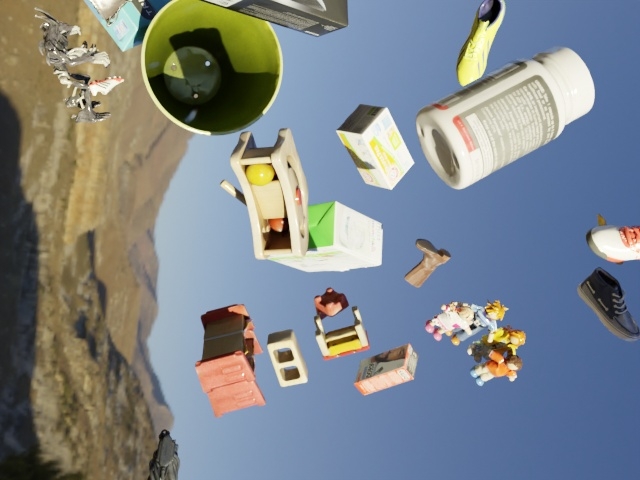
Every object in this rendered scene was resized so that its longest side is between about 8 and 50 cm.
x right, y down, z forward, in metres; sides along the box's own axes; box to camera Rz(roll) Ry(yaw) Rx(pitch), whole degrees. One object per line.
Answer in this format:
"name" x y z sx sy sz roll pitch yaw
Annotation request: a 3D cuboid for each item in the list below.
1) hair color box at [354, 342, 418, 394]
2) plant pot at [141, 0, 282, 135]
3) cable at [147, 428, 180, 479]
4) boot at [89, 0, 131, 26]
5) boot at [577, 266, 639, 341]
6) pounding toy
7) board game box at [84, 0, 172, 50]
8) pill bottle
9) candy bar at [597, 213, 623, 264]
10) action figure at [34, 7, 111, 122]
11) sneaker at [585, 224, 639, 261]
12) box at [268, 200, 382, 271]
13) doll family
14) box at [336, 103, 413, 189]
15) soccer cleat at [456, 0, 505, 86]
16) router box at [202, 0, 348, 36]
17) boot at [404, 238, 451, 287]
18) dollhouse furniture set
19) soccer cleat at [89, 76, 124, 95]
"hair color box" 0.179 0.351 1.946 0.167 0.053 0.093 -25 -156 31
"plant pot" -0.252 -0.358 1.512 0.293 0.275 0.274 -160 -103 -70
"cable" -0.311 0.481 1.420 0.184 0.047 0.150 -96 -173 -48
"boot" -0.366 -0.543 1.263 0.263 0.229 0.091 60 -2 -15
"boot" 0.718 0.157 1.746 0.190 0.069 0.086 48 -37 22
"pounding toy" -0.104 -0.055 1.166 0.269 0.155 0.154 72 18 -53
"board game box" -0.365 -0.572 1.536 0.079 0.253 0.336 -35 -177 45
"pill bottle" 0.328 -0.222 1.271 0.161 0.283 0.161 60 -9 16
"candy bar" 0.699 0.001 1.729 0.018 0.161 0.040 -32 -146 6
"action figure" -0.585 -0.429 1.715 0.164 0.141 0.275 52 -22 46
"sneaker" 0.731 -0.011 1.572 0.145 0.270 0.090 126 -29 -52
"box" 0.000 0.000 1.934 0.262 0.231 0.126 -8 -108 37
"doll family" 0.389 0.216 1.710 0.163 0.263 0.118 -36 -167 45
"box" 0.150 -0.251 1.932 0.103 0.203 0.114 20 -118 46
"soccer cleat" 0.483 -0.615 2.187 0.289 0.093 0.121 -68 165 0
"router box" -0.087 -0.481 1.133 0.081 0.309 0.242 -4 -95 44
"boot" 0.213 0.053 1.557 0.114 0.106 0.037 -45 -144 30
"dollhouse furniture set" -0.080 0.232 1.590 0.201 0.374 0.152 -97 171 -61
"soccer cleat" -0.480 -0.348 1.611 0.029 0.083 0.035 11 -64 46
